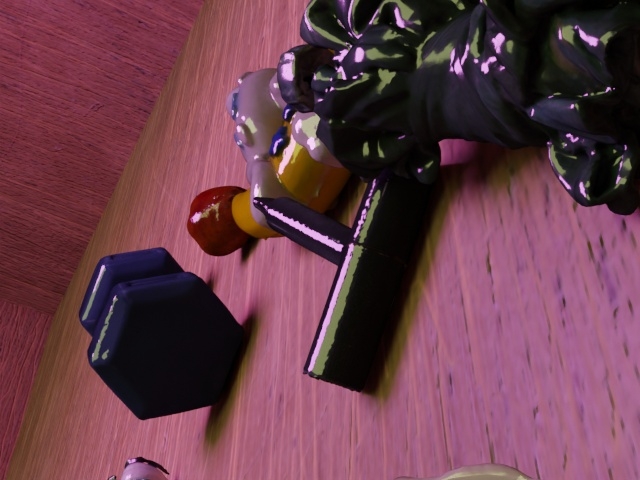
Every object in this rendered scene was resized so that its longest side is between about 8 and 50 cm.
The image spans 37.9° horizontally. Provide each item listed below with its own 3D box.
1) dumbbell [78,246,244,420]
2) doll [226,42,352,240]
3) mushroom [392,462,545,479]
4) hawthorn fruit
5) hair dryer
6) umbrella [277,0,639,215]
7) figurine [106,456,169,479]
[{"bbox_3d":[-0.190,0.095,1.060,0.156,0.144,0.316,-69,17,-1],"label":"dumbbell"},{"bbox_3d":[-0.028,-0.110,0.876,0.237,0.111,0.252,-52,33,45],"label":"doll"},{"bbox_3d":[0.059,0.180,0.310,0.236,0.173,0.162,-14,3,25],"label":"mushroom"},{"bbox_3d":[-0.104,-0.026,1.072,0.093,0.081,0.081,-20,44,28],"label":"hawthorn fruit"},{"bbox_3d":[-0.008,0.013,0.705,0.195,0.050,0.173,6,72,54],"label":"hair dryer"},{"bbox_3d":[0.059,-0.099,0.542,0.349,0.094,0.143,15,103,59],"label":"umbrella"},{"bbox_3d":[-0.198,0.315,0.908,0.138,0.110,0.245,-41,21,21],"label":"figurine"}]
